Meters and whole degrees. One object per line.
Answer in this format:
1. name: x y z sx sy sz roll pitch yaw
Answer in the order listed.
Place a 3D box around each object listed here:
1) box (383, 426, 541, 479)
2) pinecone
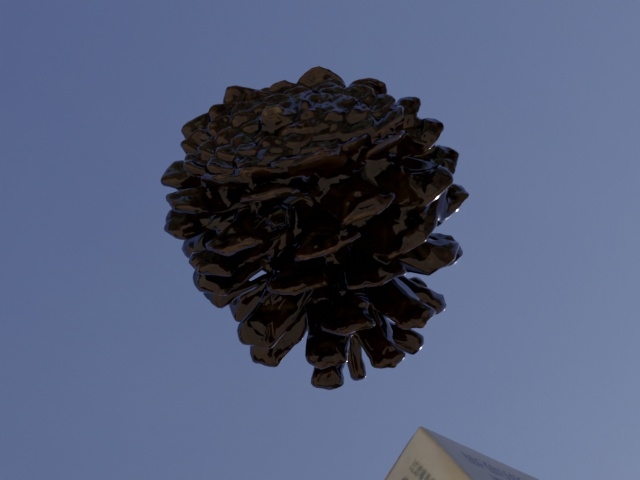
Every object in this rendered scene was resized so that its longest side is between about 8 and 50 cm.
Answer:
1. box: 0.150 0.208 0.794 0.069 0.164 0.256 -58 -146 7
2. pinecone: 0.004 0.000 0.822 0.163 0.165 0.163 -12 -150 7
